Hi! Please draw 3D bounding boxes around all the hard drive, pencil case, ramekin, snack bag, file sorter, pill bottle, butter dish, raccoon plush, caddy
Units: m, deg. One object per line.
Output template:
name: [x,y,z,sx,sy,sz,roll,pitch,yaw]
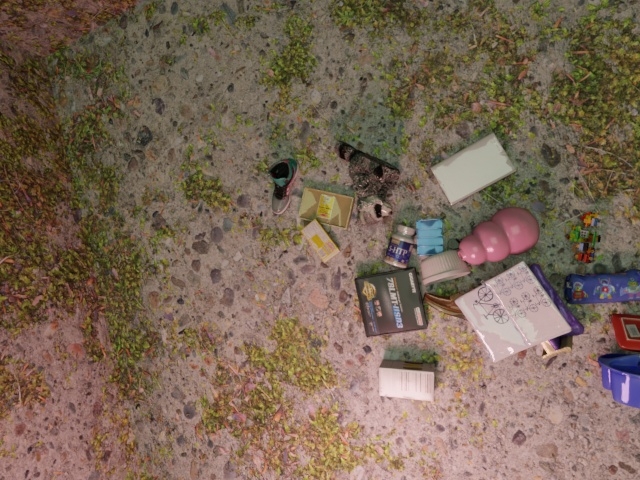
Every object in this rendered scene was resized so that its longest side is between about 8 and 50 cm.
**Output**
hard drive: [0.686,-0.320,1.847,0.308,0.040,0.203,-29,81,16]
pencil case: [1.157,0.187,1.655,0.306,0.119,0.133,-5,91,17]
ramekin: [0.544,0.119,1.808,0.207,0.207,0.109,-19,75,16]
snack bag: [0.767,0.298,1.667,0.342,0.037,0.323,-36,80,28]
file sorter: [0.499,-0.014,1.869,0.118,0.104,0.170,-2,89,18]
pill bottle: [0.375,0.025,1.904,0.112,0.112,0.186,17,95,17]
butter dish: [1.254,0.387,1.632,0.160,0.118,0.160,4,49,15]
raccoon plush: [0.188,-0.267,1.970,0.446,0.216,0.299,44,119,42]
caddy: [1.263,0.519,1.560,0.341,0.241,0.179,1,94,17]

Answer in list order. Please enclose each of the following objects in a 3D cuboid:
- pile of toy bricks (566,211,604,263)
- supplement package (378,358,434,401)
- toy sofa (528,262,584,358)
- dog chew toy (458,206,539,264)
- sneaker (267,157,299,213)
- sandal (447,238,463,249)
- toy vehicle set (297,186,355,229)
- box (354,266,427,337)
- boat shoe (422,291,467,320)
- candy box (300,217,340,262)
pile of toy bricks: [1.087,-0.014,1.700,0.105,0.118,0.212,19,110,55]
supplement package: [0.399,0.640,1.878,0.244,0.139,0.133,0,91,16]
toy sofa: [0.912,0.284,1.692,0.177,0.150,0.362,-37,79,33]
dog chew toy: [0.738,-0.005,1.717,0.332,0.206,0.206,-26,82,-1]
sneaker: [-0.202,-0.279,2.049,0.124,0.178,0.295,18,95,16]
sandal: [0.671,0.014,1.848,0.179,0.040,0.067,-6,88,17]
toy vehicle set: [0.028,-0.163,2.052,0.267,0.035,0.166,15,94,17]
box: [0.334,0.293,1.938,0.293,0.073,0.295,-12,87,18]
boat shoe: [0.627,0.289,1.829,0.324,0.122,0.119,20,90,8]
candy box: [0.000,0.000,2.045,0.105,0.027,0.206,-37,88,19]
